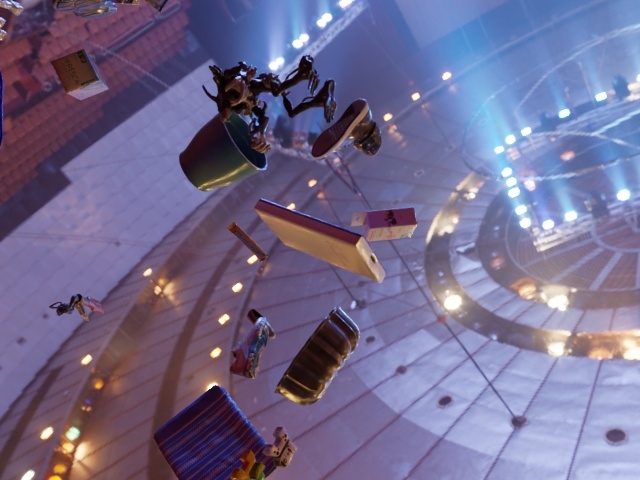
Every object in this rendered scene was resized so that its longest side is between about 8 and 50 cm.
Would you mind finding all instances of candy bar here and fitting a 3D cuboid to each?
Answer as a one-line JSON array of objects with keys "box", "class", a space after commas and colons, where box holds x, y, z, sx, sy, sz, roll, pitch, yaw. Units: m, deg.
[{"box": [-0.232, 0.006, 1.810, 0.040, 0.161, 0.018, -41, -173, 30], "class": "candy bar"}]

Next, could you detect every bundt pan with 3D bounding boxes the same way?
[{"box": [0.007, 0.365, 1.714, 0.331, 0.124, 0.331, -51, 169, -13], "class": "bundt pan"}]

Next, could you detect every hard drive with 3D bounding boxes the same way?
[{"box": [0.000, 0.000, 1.449, 0.319, 0.210, 0.040, 21, -108, 32], "class": "hard drive"}]

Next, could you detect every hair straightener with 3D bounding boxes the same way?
[{"box": [-0.592, 0.169, 1.356, 0.089, 0.047, 0.230, -25, 176, -12], "class": "hair straightener"}]

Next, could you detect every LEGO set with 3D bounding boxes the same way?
[{"box": [-0.118, 0.458, 1.010, 0.087, 0.093, 0.227, -18, -152, 44], "class": "LEGO set"}]

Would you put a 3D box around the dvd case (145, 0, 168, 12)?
[{"box": [-0.561, -0.815, 1.696, 0.022, 0.253, 0.180, -38, -150, 38], "class": "dvd case"}]

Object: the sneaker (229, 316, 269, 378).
[{"box": [-0.194, 0.280, 1.506, 0.083, 0.071, 0.190, -1, -140, 17], "class": "sneaker"}]

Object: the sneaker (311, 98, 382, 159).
[{"box": [0.088, -0.283, 1.671, 0.226, 0.163, 0.086, -45, -135, -8], "class": "sneaker"}]

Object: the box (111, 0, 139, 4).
[{"box": [-0.505, -0.693, 1.435, 0.059, 0.169, 0.054, 19, -155, 31], "class": "box"}]

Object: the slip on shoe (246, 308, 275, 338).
[{"box": [-0.213, 0.302, 2.055, 0.051, 0.135, 0.041, -23, 148, -46], "class": "slip on shoe"}]

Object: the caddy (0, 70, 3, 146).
[{"box": [-0.819, -0.291, 1.208, 0.241, 0.341, 0.179, 1, -165, -29], "class": "caddy"}]

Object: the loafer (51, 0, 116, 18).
[{"box": [-0.445, -0.468, 1.040, 0.096, 0.084, 0.267, -15, -164, -7], "class": "loafer"}]

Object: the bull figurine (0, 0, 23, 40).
[{"box": [-0.733, -0.530, 1.174, 0.101, 0.188, 0.310, -47, -140, 7], "class": "bull figurine"}]

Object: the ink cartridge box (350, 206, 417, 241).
[{"box": [0.188, -0.046, 1.687, 0.181, 0.104, 0.061, -5, -112, -5], "class": "ink cartridge box"}]

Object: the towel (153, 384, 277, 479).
[{"box": [-0.295, 0.574, 1.560, 0.243, 0.040, 0.336, -35, -133, -20], "class": "towel"}]

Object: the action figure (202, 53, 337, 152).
[{"box": [-0.118, -0.265, 1.070, 0.276, 0.164, 0.141, -2, -123, 29], "class": "action figure"}]

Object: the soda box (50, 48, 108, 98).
[{"box": [-0.438, -0.301, 1.035, 0.063, 0.058, 0.183, -26, -164, -10], "class": "soda box"}]

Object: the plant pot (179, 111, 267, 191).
[{"box": [-0.385, -0.322, 2.149, 0.255, 0.271, 0.271, -30, -154, 18], "class": "plant pot"}]
